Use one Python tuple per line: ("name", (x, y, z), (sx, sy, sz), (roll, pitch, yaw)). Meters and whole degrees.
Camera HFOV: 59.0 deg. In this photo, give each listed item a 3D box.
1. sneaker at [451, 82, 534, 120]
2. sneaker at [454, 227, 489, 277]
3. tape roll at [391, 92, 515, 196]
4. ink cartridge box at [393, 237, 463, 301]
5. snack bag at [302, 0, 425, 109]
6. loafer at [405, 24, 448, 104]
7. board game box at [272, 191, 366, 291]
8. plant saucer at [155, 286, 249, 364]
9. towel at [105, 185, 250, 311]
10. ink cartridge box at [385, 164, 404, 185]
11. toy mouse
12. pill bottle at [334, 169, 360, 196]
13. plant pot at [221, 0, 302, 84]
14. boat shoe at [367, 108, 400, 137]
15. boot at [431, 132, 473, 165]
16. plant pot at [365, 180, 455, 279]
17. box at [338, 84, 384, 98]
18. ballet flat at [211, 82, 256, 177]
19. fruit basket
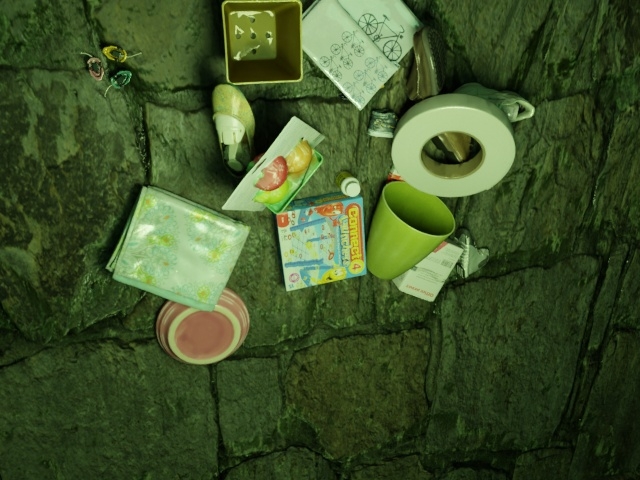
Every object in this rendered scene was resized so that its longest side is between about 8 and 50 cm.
("sneaker", (0.575, -0.458, 1.899), (0.304, 0.152, 0.114), (-2, 118, -14))
("sneaker", (0.592, 0.031, 2.187), (0.132, 0.086, 0.229), (-19, 129, -13))
("tape roll", (0.425, -0.295, 1.825), (0.391, 0.072, 0.392), (7, 141, 6))
("ink cartridge box", (0.399, 0.091, 2.137), (0.171, 0.100, 0.237), (20, 106, -24))
("snack bag", (0.124, -0.624, 1.691), (0.323, 0.037, 0.342), (43, 88, -19))
("loafer", (0.323, -0.491, 1.774), (0.130, 0.134, 0.366), (7, 138, 25))
("board game box", (0.000, 0.000, 1.980), (0.301, 0.086, 0.309), (-12, 118, -11))
("plant saucer", (-0.413, 0.314, 2.007), (0.331, 0.084, 0.332), (-7, 117, -14))
("towel", (-0.456, 0.030, 1.820), (0.374, 0.090, 0.321), (23, 101, -19))
("ink cartridge box", (0.277, -0.234, 1.984), (0.062, 0.029, 0.115), (13, 110, -22))
("toy mouse", (-0.597, -0.479, 1.598), (0.160, 0.031, 0.143), (7, 112, -20))
("pill bottle", (0.093, -0.189, 1.899), (0.065, 0.116, 0.065), (-7, 116, -14))
("plant pot", (-0.175, -0.567, 1.596), (0.212, 0.187, 0.212), (-7, 116, -14))
("boat shoe", (0.251, -0.387, 1.881), (0.183, 0.065, 0.083), (1, 118, -15))
("boot", (0.502, -0.304, 1.983), (0.115, 0.112, 0.305), (-43, 118, -6))
("plant pot", (0.276, -0.009, 1.983), (0.274, 0.275, 0.294), (11, 131, -21))
("box", (0.124, -0.483, 1.788), (0.136, 0.081, 0.028), (-19, 119, -8))
("ballet flat", (-0.251, -0.302, 1.649), (0.123, 0.123, 0.349), (-18, 153, -8))
("fruit basket", (-0.139, -0.221, 1.700), (0.165, 0.353, 0.327), (43, 101, 14))
